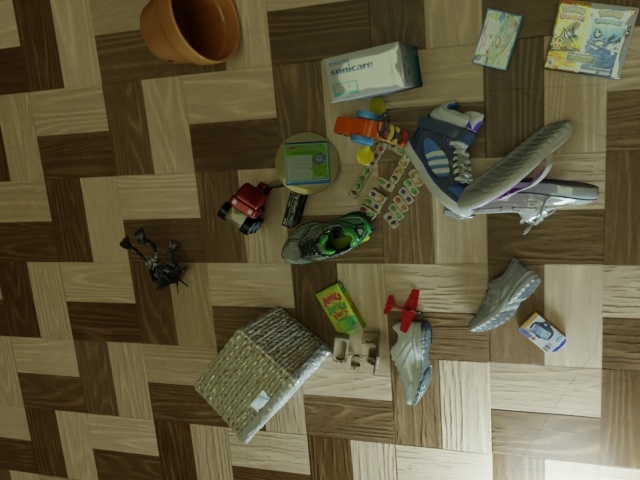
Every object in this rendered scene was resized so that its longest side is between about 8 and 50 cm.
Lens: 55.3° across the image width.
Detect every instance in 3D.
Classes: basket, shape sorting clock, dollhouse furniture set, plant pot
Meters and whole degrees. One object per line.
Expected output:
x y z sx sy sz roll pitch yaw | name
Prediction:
-0.190 0.439 2.086 0.266 0.331 0.328 43 112 11 | basket
-0.044 -0.250 1.979 0.206 0.040 0.206 0 88 -1 | shape sorting clock
0.116 0.392 2.048 0.151 0.123 0.144 6 124 3 | dollhouse furniture set
-0.425 -0.680 1.922 0.203 0.291 0.291 -7 102 37 | plant pot

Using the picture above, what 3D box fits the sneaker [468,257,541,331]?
0.558 0.176 1.904 0.281 0.105 0.115 -52 50 26 | sneaker

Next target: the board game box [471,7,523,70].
0.508 -0.576 1.752 0.103 0.026 0.154 18 109 13 | board game box

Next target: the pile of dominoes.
0.215 -0.180 1.942 0.196 0.040 0.251 33 112 8 | pile of dominoes

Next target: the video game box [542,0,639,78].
0.737 -0.551 1.672 0.205 0.048 0.187 13 105 15 | video game box

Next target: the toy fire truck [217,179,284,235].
-0.193 -0.142 2.009 0.158 0.217 0.246 34 95 2 | toy fire truck

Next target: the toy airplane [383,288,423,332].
0.270 0.221 2.006 0.151 0.028 0.151 -15 61 29 | toy airplane

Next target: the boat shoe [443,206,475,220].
0.432 -0.079 1.901 0.100 0.035 0.035 10 133 12 | boat shoe

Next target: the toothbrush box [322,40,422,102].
0.158 -0.479 1.749 0.216 0.295 0.126 -7 101 19 | toothbrush box

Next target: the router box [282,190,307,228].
-0.083 -0.109 2.031 0.038 0.092 0.122 20 109 13 | router box

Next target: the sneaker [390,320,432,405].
0.300 0.403 2.039 0.129 0.111 0.297 6 99 29 | sneaker

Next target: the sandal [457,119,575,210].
0.560 -0.189 1.675 0.416 0.169 0.102 -38 103 -12 | sandal

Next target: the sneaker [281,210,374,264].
0.000 0.000 1.992 0.343 0.146 0.134 -22 97 33 | sneaker

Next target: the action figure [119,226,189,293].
-0.588 0.069 2.227 0.164 0.141 0.276 -32 118 15 | action figure

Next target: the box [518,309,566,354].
0.697 0.292 1.905 0.136 0.028 0.081 41 112 7 | box

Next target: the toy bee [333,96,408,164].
0.171 -0.315 1.843 0.162 0.298 0.195 13 116 -30 | toy bee

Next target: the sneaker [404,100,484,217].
0.400 -0.254 1.766 0.236 0.130 0.323 -48 57 29 | sneaker

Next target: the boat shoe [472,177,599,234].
0.609 -0.097 1.780 0.367 0.136 0.156 3 104 21 | boat shoe

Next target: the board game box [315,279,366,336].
0.070 0.239 2.093 0.092 0.043 0.181 -29 93 23 | board game box
